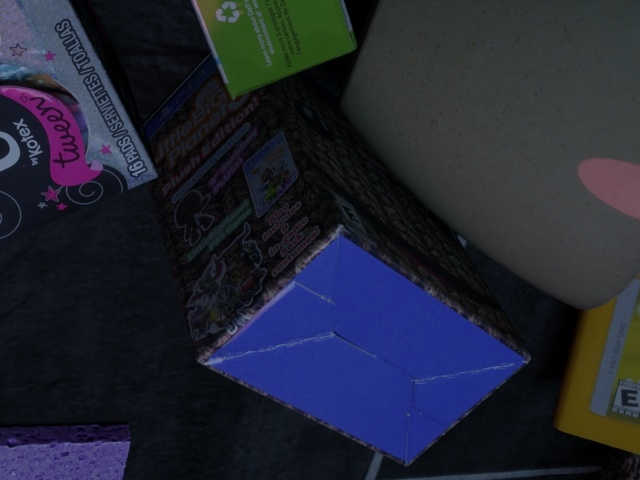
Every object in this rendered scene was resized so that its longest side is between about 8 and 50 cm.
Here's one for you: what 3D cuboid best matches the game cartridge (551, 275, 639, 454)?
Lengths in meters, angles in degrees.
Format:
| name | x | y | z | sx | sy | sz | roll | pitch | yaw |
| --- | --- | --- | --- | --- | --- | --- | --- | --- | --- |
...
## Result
| name | x | y | z | sx | sy | sz | roll | pitch | yaw |
| --- | --- | --- | --- | --- | --- | --- | --- | --- | --- |
| game cartridge | 0.419 | 0.110 | 1.145 | 0.285 | 0.052 | 0.323 | 15 | 124 | 16 |

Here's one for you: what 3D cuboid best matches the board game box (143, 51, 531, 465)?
| name | x | y | z | sx | sy | sz | roll | pitch | yaw |
| --- | --- | --- | --- | --- | --- | --- | --- | --- | --- |
| board game box | 0.000 | 0.000 | 0.866 | 0.141 | 0.291 | 0.232 | -44 | 130 | 16 |

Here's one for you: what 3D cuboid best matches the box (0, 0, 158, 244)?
| name | x | y | z | sx | sy | sz | roll | pitch | yaw |
| --- | --- | --- | --- | --- | --- | --- | --- | --- | --- |
| box | -0.235 | -0.147 | 0.744 | 0.142 | 0.163 | 0.247 | -24 | 132 | -2 |

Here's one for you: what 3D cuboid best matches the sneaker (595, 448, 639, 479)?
| name | x | y | z | sx | sy | sz | roll | pitch | yaw |
| --- | --- | --- | --- | --- | --- | --- | --- | --- | --- |
| sneaker | 0.418 | 0.157 | 1.287 | 0.182 | 0.158 | 0.410 | 26 | 122 | 0 |

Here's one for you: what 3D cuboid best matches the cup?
| name | x | y | z | sx | sy | sz | roll | pitch | yaw |
| --- | --- | --- | --- | --- | --- | --- | --- | --- | --- |
| cup | 0.150 | -0.140 | 0.823 | 0.237 | 0.331 | 0.331 | 20 | 122 | -4 |

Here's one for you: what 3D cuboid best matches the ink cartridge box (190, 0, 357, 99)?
| name | x | y | z | sx | sy | sz | roll | pitch | yaw |
| --- | --- | --- | --- | --- | --- | --- | --- | --- | --- |
| ink cartridge box | -0.073 | -0.255 | 0.700 | 0.097 | 0.189 | 0.255 | -22 | 131 | 1 |

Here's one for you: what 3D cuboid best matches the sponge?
| name | x | y | z | sx | sy | sz | roll | pitch | yaw |
| --- | --- | --- | --- | --- | --- | --- | --- | --- | --- |
| sponge | -0.312 | 0.246 | 1.131 | 0.210 | 0.031 | 0.117 | 3 | 127 | -22 |
